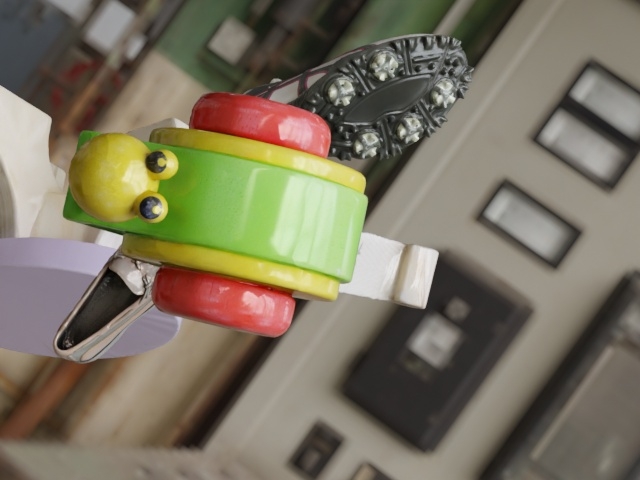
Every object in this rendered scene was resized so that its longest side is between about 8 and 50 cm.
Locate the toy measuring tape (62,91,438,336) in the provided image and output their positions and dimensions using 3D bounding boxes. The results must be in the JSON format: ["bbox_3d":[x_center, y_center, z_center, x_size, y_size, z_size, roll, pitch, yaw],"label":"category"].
[{"bbox_3d":[0.000,0.000,0.996,0.121,0.121,0.330,35,10,35],"label":"toy measuring tape"}]

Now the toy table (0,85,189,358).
[{"bbox_3d":[-0.207,-0.006,1.670,0.274,0.161,0.252,-4,-29,35],"label":"toy table"}]

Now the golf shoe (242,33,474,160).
[{"bbox_3d":[-0.005,-0.116,1.702,0.105,0.273,0.120,67,-6,-34],"label":"golf shoe"}]

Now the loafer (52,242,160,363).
[{"bbox_3d":[-0.134,0.034,1.335,0.045,0.125,0.039,41,7,12],"label":"loafer"}]
